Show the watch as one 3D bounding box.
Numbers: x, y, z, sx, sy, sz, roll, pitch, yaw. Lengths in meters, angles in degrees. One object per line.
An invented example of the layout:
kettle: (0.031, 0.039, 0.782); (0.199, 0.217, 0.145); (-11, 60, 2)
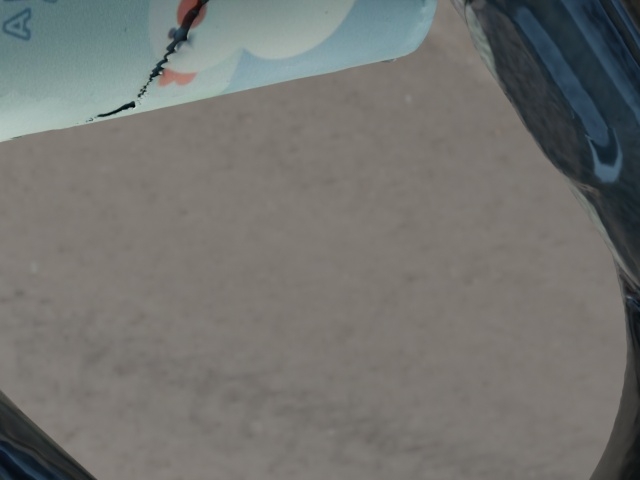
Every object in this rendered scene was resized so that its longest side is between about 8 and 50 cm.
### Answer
watch: (0.000, 0.000, 0.351); (0.193, 0.206, 0.068); (-33, -175, -18)

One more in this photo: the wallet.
wallet: (-0.062, -0.131, 0.622); (0.250, 0.176, 0.075); (-16, -154, -41)
